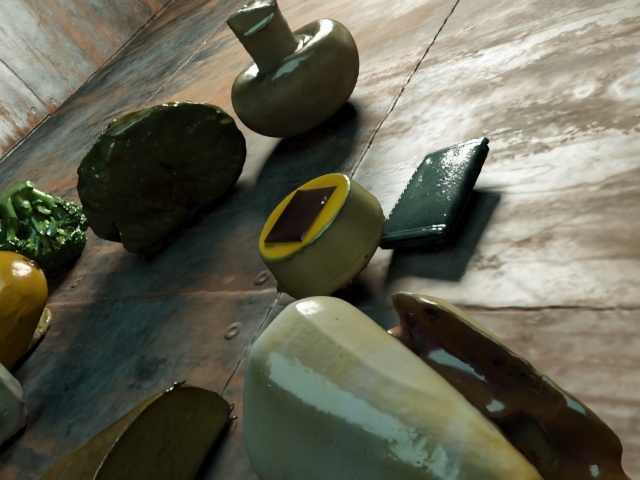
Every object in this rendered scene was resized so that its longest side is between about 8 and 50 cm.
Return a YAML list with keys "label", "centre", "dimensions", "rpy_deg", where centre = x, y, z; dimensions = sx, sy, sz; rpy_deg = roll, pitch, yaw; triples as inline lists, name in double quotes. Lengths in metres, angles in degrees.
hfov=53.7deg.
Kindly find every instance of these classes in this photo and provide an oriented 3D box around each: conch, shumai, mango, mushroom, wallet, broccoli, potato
- label: "conch"
  centre: [0.057, 0.127, 0.377]
  dimensions: [0.158, 0.127, 0.255]
  rpy_deg: [-22, 42, -37]
- label: "shumai"
  centre: [-0.249, -0.123, 0.950]
  dimensions: [0.256, 0.189, 0.218]
  rpy_deg: [-35, 31, -6]
- label: "mango"
  centre: [-0.496, 0.147, 0.879]
  dimensions: [0.177, 0.120, 0.294]
  rpy_deg: [19, 70, 41]
- label: "mushroom"
  centre: [-0.053, -0.257, 0.916]
  dimensions: [0.204, 0.204, 0.204]
  rpy_deg: [-27, 31, 18]
- label: "wallet"
  centre: [0.111, -0.042, 0.614]
  dimensions: [0.088, 0.026, 0.129]
  rpy_deg: [-10, 41, 49]
- label: "broccoli"
  centre: [-0.491, -0.015, 1.085]
  dimensions: [0.196, 0.156, 0.195]
  rpy_deg: [-21, 39, 17]
- label: "potato"
  centre: [-0.182, 0.213, 0.504]
  dimensions: [0.138, 0.098, 0.243]
  rpy_deg: [-16, 35, 36]

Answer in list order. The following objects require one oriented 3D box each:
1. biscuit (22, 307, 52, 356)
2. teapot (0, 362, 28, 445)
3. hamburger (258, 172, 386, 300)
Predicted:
- label: "biscuit"
  centre: [-0.455, 0.148, 0.959]
  dimensions: [0.120, 0.015, 0.120]
  rpy_deg: [-27, 32, 18]
- label: "teapot"
  centre: [-0.466, 0.212, 0.733]
  dimensions: [0.163, 0.178, 0.221]
  rpy_deg: [-10, 41, 50]
- label: "hamburger"
  centre: [0.000, 0.000, 0.614]
  dimensions: [0.141, 0.081, 0.126]
  rpy_deg: [-18, 38, 37]
